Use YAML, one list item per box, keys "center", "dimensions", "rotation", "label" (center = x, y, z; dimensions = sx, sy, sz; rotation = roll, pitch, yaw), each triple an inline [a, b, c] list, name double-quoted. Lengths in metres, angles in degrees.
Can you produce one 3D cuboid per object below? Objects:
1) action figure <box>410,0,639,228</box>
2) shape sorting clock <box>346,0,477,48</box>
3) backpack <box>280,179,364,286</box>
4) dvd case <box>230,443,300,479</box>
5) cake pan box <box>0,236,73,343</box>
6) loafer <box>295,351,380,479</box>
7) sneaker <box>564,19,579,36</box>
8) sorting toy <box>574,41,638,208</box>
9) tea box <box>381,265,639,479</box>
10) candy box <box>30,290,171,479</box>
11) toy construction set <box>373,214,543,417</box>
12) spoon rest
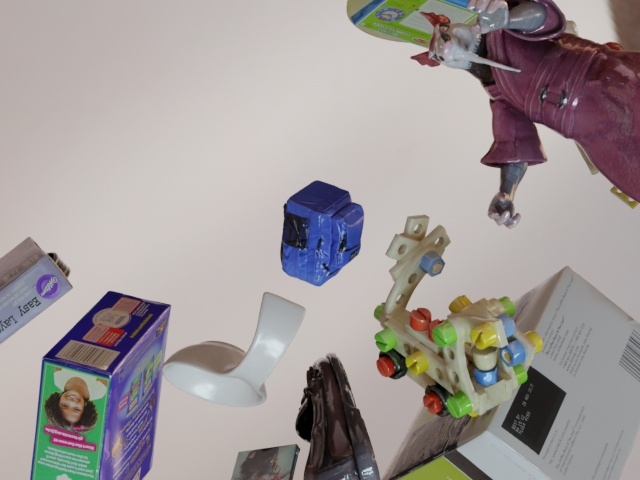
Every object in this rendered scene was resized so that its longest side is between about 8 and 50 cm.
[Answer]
- center: [0.264, -0.163, 1.339]
  dimensions: [0.370, 0.276, 0.248]
  rotation: [30, 139, 21]
  label: "action figure"
- center: [0.140, -0.339, 1.957]
  dimensions: [0.206, 0.206, 0.040]
  rotation: [80, -171, -68]
  label: "shape sorting clock"
- center: [0.000, 0.000, 1.755]
  dimensions: [0.101, 0.098, 0.120]
  rotation: [24, 121, 26]
  label: "backpack"
- center: [-0.077, 0.315, 1.746]
  dimensions: [0.119, 0.087, 0.013]
  rotation: [-76, -30, -51]
  label: "dvd case"
- center: [-0.474, 0.101, 1.879]
  dimensions: [0.070, 0.267, 0.245]
  rotation: [54, 168, -17]
  label: "cake pan box"
- center: [0.004, 0.232, 1.726]
  dimensions: [0.302, 0.095, 0.109]
  rotation: [-115, 10, -69]
  label: "loafer"
- center: [0.344, -0.299, 1.980]
  dimensions: [0.235, 0.094, 0.090]
  rotation: [-128, 33, -71]
  label: "sneaker"
- center: [0.449, -0.181, 2.054]
  dimensions: [0.046, 0.132, 0.275]
  rotation: [53, -166, -60]
  label: "sorting toy"
- center: [0.302, 0.271, 2.020]
  dimensions: [0.220, 0.329, 0.323]
  rotation: [39, 145, -8]
  label: "tea box"
- center: [-0.346, 0.278, 2.110]
  dimensions: [0.268, 0.122, 0.317]
  rotation: [-55, -24, -66]
  label: "candy box"
- center: [0.162, 0.113, 1.807]
  dimensions: [0.328, 0.151, 0.215]
  rotation: [-126, 26, -51]
  label: "toy construction set"
- center: [-0.106, 0.153, 1.644]
  dimensions: [0.137, 0.084, 0.276]
  rotation: [24, 148, -15]
  label: "spoon rest"
